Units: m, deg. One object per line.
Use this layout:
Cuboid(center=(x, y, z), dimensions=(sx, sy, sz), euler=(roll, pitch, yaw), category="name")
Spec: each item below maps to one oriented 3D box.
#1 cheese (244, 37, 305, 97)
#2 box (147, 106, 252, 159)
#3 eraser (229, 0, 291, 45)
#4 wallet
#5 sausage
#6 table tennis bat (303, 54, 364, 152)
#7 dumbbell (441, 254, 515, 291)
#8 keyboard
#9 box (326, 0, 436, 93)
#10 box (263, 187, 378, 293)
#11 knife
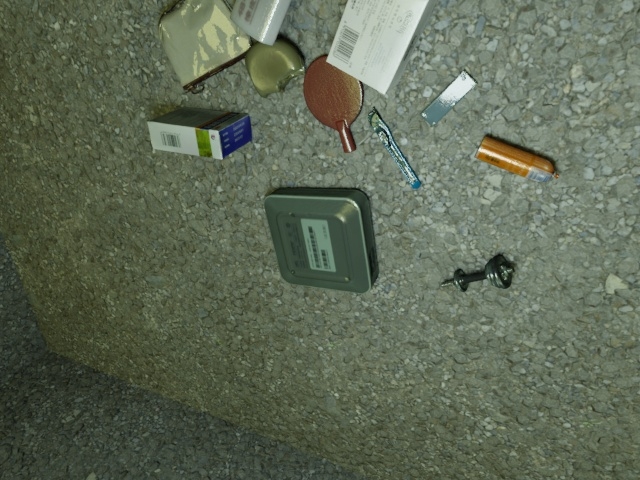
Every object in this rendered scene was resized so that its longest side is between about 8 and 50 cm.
Cuboid(center=(-0.143, -0.553, 1.508), dimensions=(0.203, 0.091, 0.175), euler=(-4, 118, 29), category="cheese")
Cuboid(center=(-0.423, -0.385, 1.682), dimensions=(0.300, 0.200, 0.106), euler=(13, 124, 20), category="box")
Cuboid(center=(-0.152, -0.731, 1.371), dimensions=(0.174, 0.095, 0.270), euler=(46, 124, 25), category="eraser")
Cuboid(center=(-0.397, -0.670, 1.590), dimensions=(0.335, 0.068, 0.274), euler=(-19, 112, 27), category="wallet")
Cuboid(center=(0.563, -0.225, 1.356), dimensions=(0.234, 0.071, 0.071), euler=(26, 127, 12), category="sausage")
Cuboid(center=(0.051, -0.430, 1.515), dimensions=(0.200, 0.038, 0.310), euler=(-6, 115, 30), category="table tennis bat")
Cuboid(center=(0.516, 0.121, 1.576), dimensions=(0.255, 0.110, 0.110), euler=(-18, 109, 41), category="dumbbell")
Cuboid(center=(0.369, -0.409, 1.380), dimensions=(0.055, 0.014, 0.176), euler=(44, 128, -3), category="keyboard")
Cuboid(center=(0.166, -0.583, 1.312), dimensions=(0.203, 0.116, 0.274), euler=(32, 130, 9), category="box")
Cuboid(center=(0.000, 0.001, 1.755), dimensions=(0.397, 0.111, 0.395), euler=(4, 120, 27), category="box")
Cuboid(center=(0.236, -0.289, 1.514), dimensions=(0.044, 0.026, 0.296), euler=(-31, 101, 25), category="knife")
